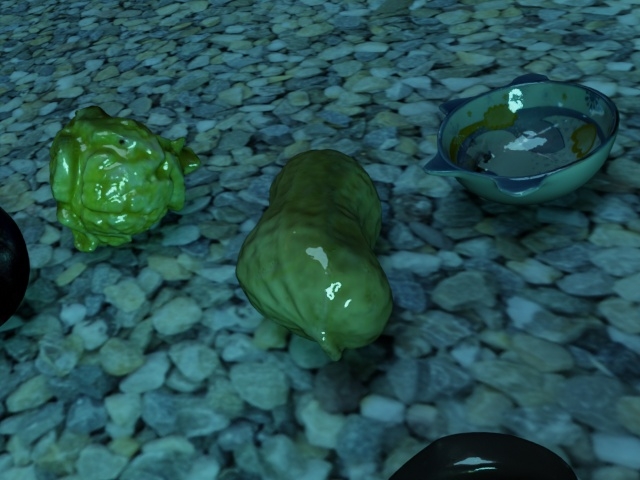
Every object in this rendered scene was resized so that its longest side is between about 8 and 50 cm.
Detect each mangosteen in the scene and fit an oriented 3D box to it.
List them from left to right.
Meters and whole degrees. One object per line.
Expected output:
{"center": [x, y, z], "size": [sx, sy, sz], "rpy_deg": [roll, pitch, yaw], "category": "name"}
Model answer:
{"center": [-0.466, 0.044, 0.914], "size": [0.230, 0.194, 0.194], "rpy_deg": [-35, 29, 26], "category": "mangosteen"}

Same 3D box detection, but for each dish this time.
{"center": [0.234, -0.102, 0.893], "size": [0.228, 0.086, 0.236], "rpy_deg": [16, 48, 38], "category": "dish"}

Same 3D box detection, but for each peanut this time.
{"center": [-0.009, 0.002, 0.803], "size": [0.159, 0.143, 0.291], "rpy_deg": [-3, 35, 2], "category": "peanut"}

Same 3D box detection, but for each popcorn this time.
{"center": [-0.268, -0.089, 1.004], "size": [0.185, 0.167, 0.187], "rpy_deg": [-2, 36, 17], "category": "popcorn"}

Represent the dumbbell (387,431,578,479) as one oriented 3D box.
{"center": [0.105, 0.241, 0.456], "size": [0.124, 0.140, 0.225], "rpy_deg": [26, 37, -15], "category": "dumbbell"}
